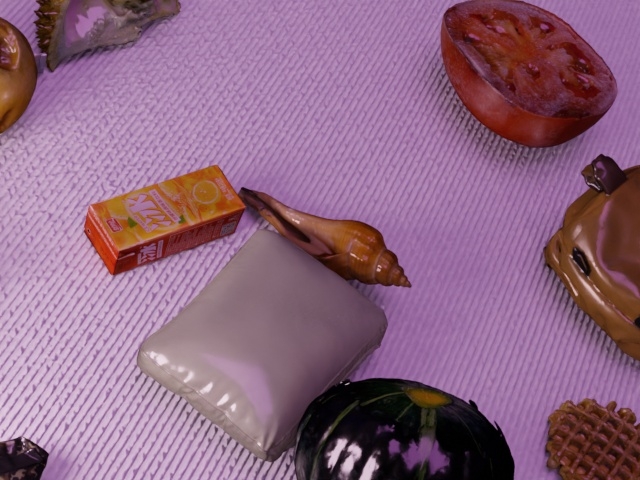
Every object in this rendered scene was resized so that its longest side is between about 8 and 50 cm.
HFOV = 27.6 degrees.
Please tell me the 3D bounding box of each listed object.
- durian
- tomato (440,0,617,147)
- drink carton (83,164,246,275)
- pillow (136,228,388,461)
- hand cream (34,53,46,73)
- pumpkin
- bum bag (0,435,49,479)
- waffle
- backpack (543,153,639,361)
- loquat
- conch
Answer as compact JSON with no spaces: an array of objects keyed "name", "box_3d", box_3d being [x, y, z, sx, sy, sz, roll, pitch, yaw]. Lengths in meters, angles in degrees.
[{"name":"durian","box_3d":[-0.351,-0.410,2.184,0.306,0.172,0.166,-24,87,-42]},{"name":"tomato","box_3d":[0.357,-0.283,2.333,0.338,0.144,0.338,13,46,-14]},{"name":"drink carton","box_3d":[-0.234,-0.032,1.961,0.222,0.071,0.096,-19,62,-32]},{"name":"pillow","box_3d":[-0.074,0.141,1.843,0.255,0.120,0.322,36,50,11]},{"name":"hand cream","box_3d":[-0.545,-0.280,2.065,0.216,0.038,0.052,-5,10,-20]},{"name":"pumpkin","box_3d":[0.099,0.320,1.701,0.295,0.296,0.296,10,50,-12]},{"name":"bum bag","box_3d":[-0.406,0.344,1.592,0.102,0.069,0.248,14,47,-8]},{"name":"waffle","box_3d":[0.422,0.314,1.935,0.191,0.038,0.191,10,49,-11]},{"name":"backpack","box_3d":[0.561,0.012,2.126,0.353,0.201,0.378,44,54,12]},{"name":"loquat","box_3d":[-0.536,-0.246,1.946,0.213,0.213,0.213,10,50,-12]},{"name":"conch","box_3d":[0.001,0.003,2.017,0.330,0.093,0.109,24,63,27]}]
